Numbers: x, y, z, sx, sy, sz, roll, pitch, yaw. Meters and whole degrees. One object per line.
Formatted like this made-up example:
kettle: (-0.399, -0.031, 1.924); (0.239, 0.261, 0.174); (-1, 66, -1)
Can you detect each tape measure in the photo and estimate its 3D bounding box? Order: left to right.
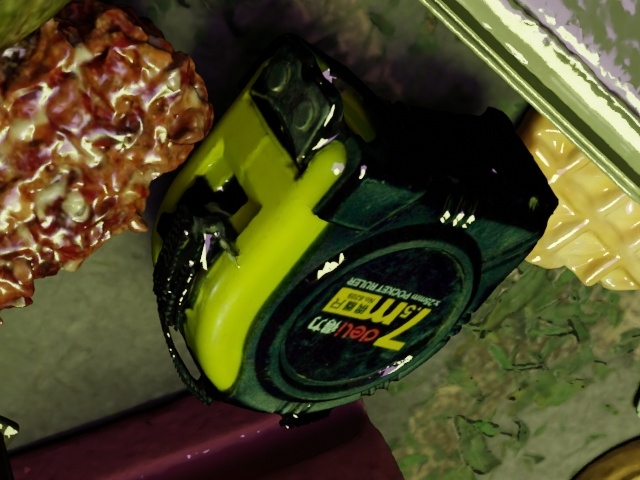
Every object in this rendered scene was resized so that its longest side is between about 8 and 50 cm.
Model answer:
tape measure: (0.000, 0.000, 0.663); (0.199, 0.112, 0.186); (16, 121, -44)

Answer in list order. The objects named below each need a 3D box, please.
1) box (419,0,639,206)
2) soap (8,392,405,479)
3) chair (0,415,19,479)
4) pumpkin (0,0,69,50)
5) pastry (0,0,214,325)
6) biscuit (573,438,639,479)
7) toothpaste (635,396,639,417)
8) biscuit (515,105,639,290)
box: (0.164, -0.131, 0.625); (0.274, 0.138, 0.178); (39, 97, -19)
soap: (-0.115, 0.214, 0.688); (0.359, 0.233, 0.128); (-19, 124, -7)
chair: (-0.230, 0.115, 0.587); (0.154, 0.260, 0.141); (34, 97, -30)
pumpkin: (-0.204, -0.177, 0.433); (0.303, 0.256, 0.225); (-5, 124, 2)
pastry: (-0.149, -0.031, 0.619); (0.208, 0.097, 0.115); (-40, 110, 3)
biscuit: (0.200, 0.281, 0.933); (0.275, 0.052, 0.355); (36, 103, -31)
toothpaste: (0.302, 0.110, 0.884); (0.197, 0.029, 0.048); (9, 114, -19)
biscuit: (0.258, -0.047, 0.776); (0.309, 0.040, 0.204); (12, 113, -23)
